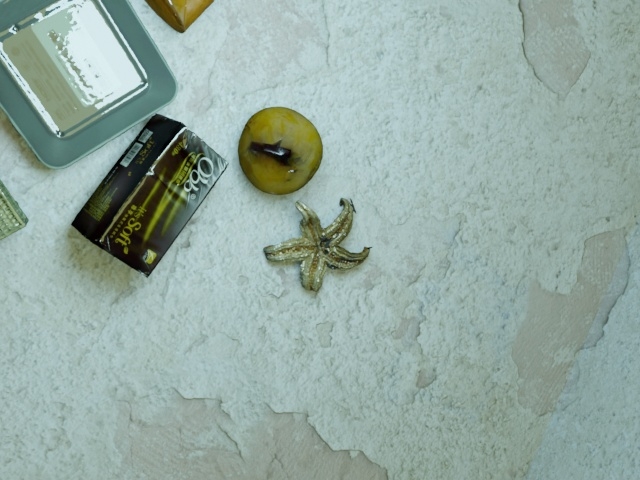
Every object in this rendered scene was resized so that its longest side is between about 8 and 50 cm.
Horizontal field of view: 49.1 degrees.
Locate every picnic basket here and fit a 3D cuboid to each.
[{"bbox_3d":[-0.796,-0.092,1.638,0.134,0.154,0.196,-33,107,-10],"label":"picnic basket"}]

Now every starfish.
[{"bbox_3d":[-0.001,-0.004,2.035,0.303,0.113,0.312,-45,123,-8],"label":"starfish"}]

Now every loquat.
[{"bbox_3d":[-0.106,-0.239,1.876,0.235,0.235,0.235,-4,101,-23],"label":"loquat"}]

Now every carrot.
[{"bbox_3d":[-0.315,-0.661,1.729,0.254,0.196,0.196,-45,113,-13],"label":"carrot"}]

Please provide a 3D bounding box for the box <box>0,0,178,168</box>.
[{"bbox_3d":[-0.599,-0.424,1.688,0.396,0.111,0.396,-36,112,-12],"label":"box"}]

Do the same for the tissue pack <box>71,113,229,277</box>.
[{"bbox_3d":[-0.425,-0.126,1.755,0.198,0.210,0.370,39,84,-34],"label":"tissue pack"}]
